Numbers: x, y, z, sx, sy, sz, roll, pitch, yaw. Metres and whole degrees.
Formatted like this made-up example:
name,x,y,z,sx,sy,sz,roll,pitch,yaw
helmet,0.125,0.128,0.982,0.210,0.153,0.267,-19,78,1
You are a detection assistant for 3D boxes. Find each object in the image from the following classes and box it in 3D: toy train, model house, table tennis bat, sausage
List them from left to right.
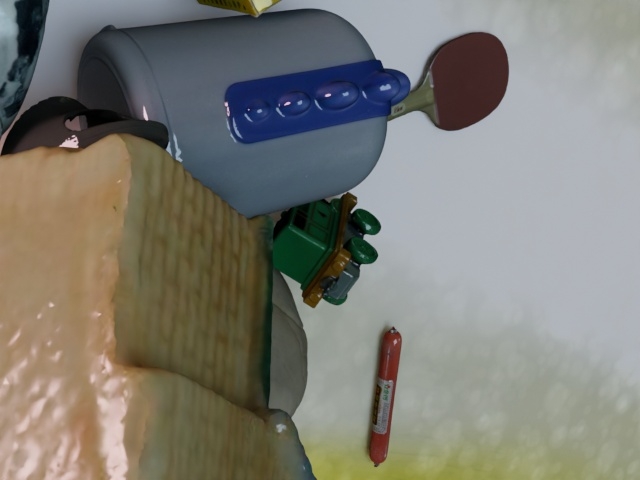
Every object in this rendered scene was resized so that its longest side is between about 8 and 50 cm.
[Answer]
name,x,y,z,sx,sy,sz,roll,pitch,yaw
model house,-0.187,0.148,0.853,0.342,0.334,0.382,40,48,-57
toy train,0.000,0.000,1.244,0.136,0.228,0.091,30,117,-12
sausage,0.103,0.251,1.499,0.034,0.034,0.253,-7,112,-31
table tennis bat,0.178,-0.219,1.369,0.246,0.022,0.138,-23,119,-26

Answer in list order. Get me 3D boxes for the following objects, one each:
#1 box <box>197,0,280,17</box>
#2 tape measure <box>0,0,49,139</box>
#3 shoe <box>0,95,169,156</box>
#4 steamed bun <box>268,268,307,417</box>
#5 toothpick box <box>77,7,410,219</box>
name,x,y,z,sx,sy,sz,roll,pitch,yaw
box,-0.022,-0.368,1.087,0.265,0.168,0.097,-34,121,-15
tape measure,-0.350,-0.210,0.880,0.147,0.256,0.275,8,110,-31
shoe,-0.259,-0.092,0.918,0.108,0.241,0.093,1,72,-54
steamed bun,-0.170,0.184,1.169,0.383,0.236,0.247,-30,124,-19
toothpick box,-0.071,-0.144,1.086,0.354,0.263,0.263,-15,117,-29
